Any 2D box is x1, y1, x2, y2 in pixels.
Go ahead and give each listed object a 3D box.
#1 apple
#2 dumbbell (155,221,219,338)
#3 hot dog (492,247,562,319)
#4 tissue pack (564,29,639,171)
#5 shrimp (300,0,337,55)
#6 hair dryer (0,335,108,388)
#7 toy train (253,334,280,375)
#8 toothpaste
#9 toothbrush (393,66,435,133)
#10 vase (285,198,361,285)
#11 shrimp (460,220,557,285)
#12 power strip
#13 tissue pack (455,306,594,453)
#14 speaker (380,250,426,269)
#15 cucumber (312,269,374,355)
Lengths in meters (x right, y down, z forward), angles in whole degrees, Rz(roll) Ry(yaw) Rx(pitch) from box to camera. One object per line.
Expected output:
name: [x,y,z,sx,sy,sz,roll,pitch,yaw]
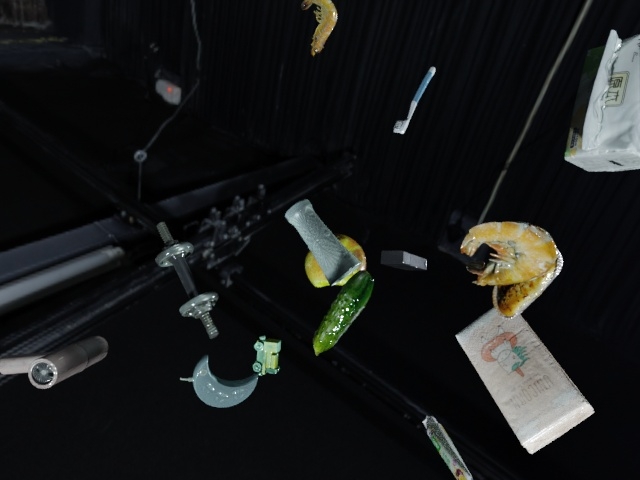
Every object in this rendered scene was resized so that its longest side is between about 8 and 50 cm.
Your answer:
apple: [0.057,0.101,2.249,0.246,0.226,0.246,20,-129,-26]
dumbbell: [-0.261,0.075,1.084,0.082,0.081,0.254,-19,-106,-40]
hot dog: [0.417,0.079,1.127,0.053,0.192,0.099,6,-135,-29]
tissue pack: [0.544,-0.259,1.031,0.145,0.229,0.159,16,177,-25]
shrimp: [-0.019,-0.628,1.603,0.124,0.178,0.034,45,-127,6]
hair dryer: [-0.532,0.222,1.003,0.220,0.053,0.195,-5,-179,2]
toy train: [-0.160,0.345,1.658,0.081,0.122,0.050,4,-174,9]
toothpaste: [0.372,0.612,1.591,0.058,0.056,0.314,38,-173,-18]
toothbrush: [0.224,-0.335,1.308,0.025,0.019,0.275,9,-131,24]
vase: [0.000,0.000,1.393,0.096,0.096,0.219,-26,-105,-45]
shrimp: [0.294,0.019,0.903,0.132,0.187,0.051,44,-126,-2]
power strip: [-0.298,0.412,1.605,0.216,0.137,0.044,26,-173,-26]
tissue pack: [0.463,0.305,1.297,0.071,0.170,0.325,42,-164,-38]
speaker: [0.287,0.070,1.885,0.082,0.044,0.218,-1,171,32]
cucumber: [0.045,0.164,1.223,0.069,0.227,0.069,31,-167,-8]
